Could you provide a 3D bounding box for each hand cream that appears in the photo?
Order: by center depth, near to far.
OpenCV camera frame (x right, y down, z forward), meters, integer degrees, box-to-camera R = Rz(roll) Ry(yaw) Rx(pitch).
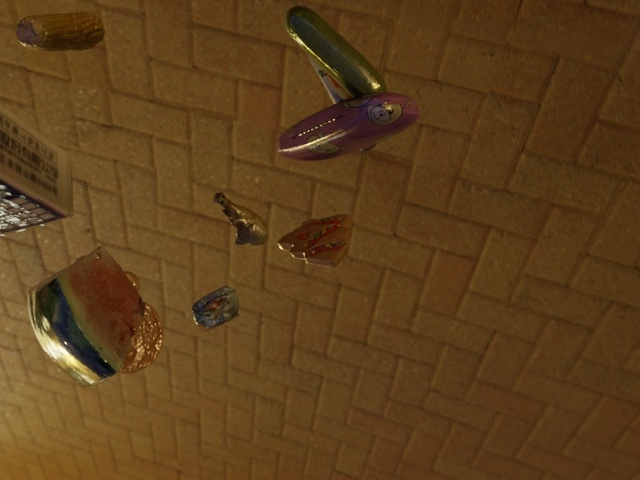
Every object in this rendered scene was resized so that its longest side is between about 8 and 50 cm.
[{"bbox_3d":[0.045,-0.283,1.256,0.050,0.080,0.234,-37,74,35],"label":"hand cream"}]

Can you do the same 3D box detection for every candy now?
[{"bbox_3d":[-0.191,0.128,1.144,0.059,0.086,0.292,64,166,4],"label":"candy"}]

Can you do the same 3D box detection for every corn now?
[{"bbox_3d":[-0.607,-0.494,1.485,0.097,0.320,0.097,2,110,7],"label":"corn"}]

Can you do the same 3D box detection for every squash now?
[{"bbox_3d":[0.031,-0.328,1.126,0.239,0.069,0.069,41,131,-6],"label":"squash"}]

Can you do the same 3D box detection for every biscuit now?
[{"bbox_3d":[0.000,0.000,1.674,0.212,0.239,0.041,-19,121,-9],"label":"biscuit"},{"bbox_3d":[-0.589,0.215,1.745,0.052,0.275,0.355,-10,128,50],"label":"biscuit"}]

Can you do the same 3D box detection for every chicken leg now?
[{"bbox_3d":[-0.203,-0.049,1.552,0.070,0.093,0.178,24,159,52],"label":"chicken leg"}]

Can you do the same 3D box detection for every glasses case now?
[{"bbox_3d":[0.039,-0.196,1.113,0.316,0.123,0.076,-11,83,54],"label":"glasses case"}]

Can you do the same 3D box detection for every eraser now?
[{"bbox_3d":[-0.344,-0.082,0.538,0.124,0.081,0.279,-12,161,9],"label":"eraser"}]

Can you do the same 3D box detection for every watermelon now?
[{"bbox_3d":[-0.411,0.142,1.152,0.261,0.201,0.213,-12,113,56],"label":"watermelon"}]
